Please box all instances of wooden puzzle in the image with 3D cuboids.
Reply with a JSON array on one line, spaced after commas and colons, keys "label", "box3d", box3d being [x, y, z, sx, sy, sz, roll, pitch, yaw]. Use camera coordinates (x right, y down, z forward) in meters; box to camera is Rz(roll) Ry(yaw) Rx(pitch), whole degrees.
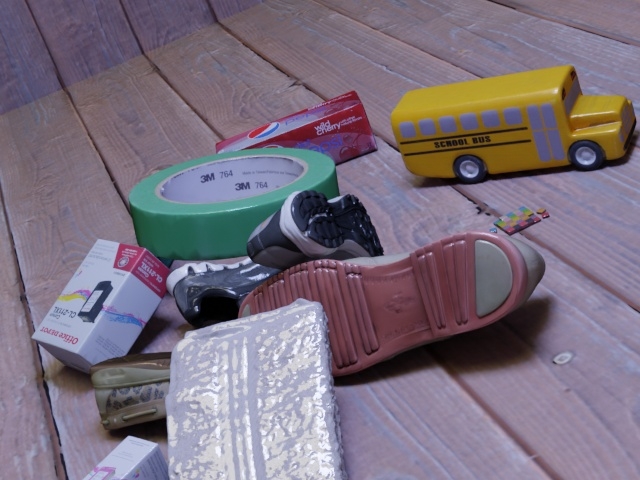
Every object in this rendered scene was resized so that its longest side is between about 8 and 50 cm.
[{"label": "wooden puzzle", "box3d": [0.267, -0.027, 1.570, 0.083, 0.006, 0.049, -25, 25, -9]}]

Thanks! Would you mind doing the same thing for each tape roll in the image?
[{"label": "tape roll", "box3d": [-0.131, -0.062, 1.788, 0.321, 0.077, 0.321, -8, 20, 3]}]

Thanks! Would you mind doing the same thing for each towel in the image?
[{"label": "towel", "box3d": [-0.069, 0.193, 1.228, 0.187, 0.049, 0.282, -17, 48, 9]}]

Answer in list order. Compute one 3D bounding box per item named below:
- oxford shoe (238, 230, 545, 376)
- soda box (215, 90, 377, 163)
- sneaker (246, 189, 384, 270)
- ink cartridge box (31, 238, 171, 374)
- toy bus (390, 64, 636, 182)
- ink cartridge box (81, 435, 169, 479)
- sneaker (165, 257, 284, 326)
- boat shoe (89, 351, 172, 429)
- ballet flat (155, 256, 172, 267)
[{"label": "oxford shoe", "box3d": [0.084, 0.081, 1.398, 0.397, 0.140, 0.146, -11, -5, 31]}, {"label": "soda box", "box3d": [-0.043, -0.163, 1.982, 0.263, 0.092, 0.083, -20, 24, 1]}, {"label": "sneaker", "box3d": [0.000, 0.000, 1.500, 0.108, 0.100, 0.271, -30, -20, 23]}, {"label": "ink cartridge box", "box3d": [-0.302, 0.094, 1.614, 0.127, 0.072, 0.175, 9, 61, 46]}, {"label": "toy bus", "box3d": [0.282, -0.171, 1.701, 0.333, 0.130, 0.108, -5, 29, 30]}, {"label": "ink cartridge box", "box3d": [-0.212, 0.281, 1.220, 0.052, 0.088, 0.122, 6, 37, 40]}, {"label": "sneaker", "box3d": [-0.089, 0.067, 1.581, 0.234, 0.078, 0.106, -13, 44, -8]}, {"label": "boat shoe", "box3d": [-0.146, 0.181, 1.397, 0.285, 0.089, 0.104, -4, 4, 27]}, {"label": "ballet flat", "box3d": [-0.270, 0.042, 1.768, 0.074, 0.074, 0.203, -17, 19, 9]}]
